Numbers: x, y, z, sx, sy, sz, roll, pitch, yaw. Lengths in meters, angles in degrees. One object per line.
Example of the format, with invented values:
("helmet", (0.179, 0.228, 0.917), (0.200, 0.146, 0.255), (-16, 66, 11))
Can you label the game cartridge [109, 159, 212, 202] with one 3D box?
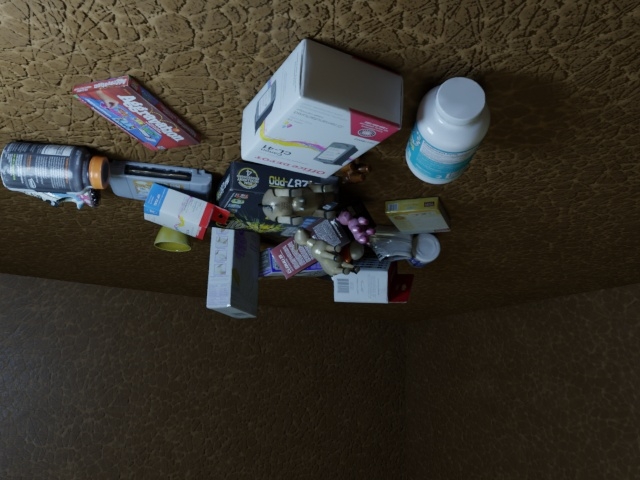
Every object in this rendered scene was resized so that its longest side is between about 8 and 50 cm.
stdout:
("game cartridge", (-0.473, -0.166, 1.669), (0.297, 0.062, 0.198), (5, 159, -10))

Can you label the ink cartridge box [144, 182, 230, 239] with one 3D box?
("ink cartridge box", (-0.393, -0.075, 1.652), (0.231, 0.078, 0.134), (20, 160, -10))

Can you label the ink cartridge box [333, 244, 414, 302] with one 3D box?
("ink cartridge box", (0.213, 0.122, 2.151), (0.272, 0.130, 0.309), (1, -163, 13))

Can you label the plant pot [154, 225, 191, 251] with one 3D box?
("plant pot", (-0.545, -0.021, 2.095), (0.134, 0.095, 0.134), (3, 164, 1))

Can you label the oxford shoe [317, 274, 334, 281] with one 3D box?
("oxford shoe", (0.080, 0.158, 2.673), (0.212, 0.076, 0.076), (0, 175, 11))

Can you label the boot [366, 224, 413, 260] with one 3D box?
("boot", (0.211, 0.013, 2.054), (0.258, 0.123, 0.095), (0, 164, 7))

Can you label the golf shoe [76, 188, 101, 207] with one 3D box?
("golf shoe", (-0.718, -0.164, 1.687), (0.086, 0.067, 0.186), (8, 152, 2))

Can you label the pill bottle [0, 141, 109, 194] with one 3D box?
("pill bottle", (-0.691, -0.187, 1.484), (0.246, 0.130, 0.130), (4, 164, -5))

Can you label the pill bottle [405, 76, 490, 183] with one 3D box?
("pill bottle", (0.265, -0.229, 1.174), (0.146, 0.146, 0.264), (2, 163, 1))

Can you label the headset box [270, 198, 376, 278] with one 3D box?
("headset box", (0.000, 0.000, 1.764), (0.293, 0.110, 0.218), (-31, 178, 29))

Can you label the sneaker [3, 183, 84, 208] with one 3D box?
("sneaker", (-0.841, -0.150, 1.716), (0.237, 0.086, 0.085), (10, 164, -19))

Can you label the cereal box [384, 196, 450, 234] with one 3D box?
("cereal box", (0.327, -0.078, 1.860), (0.173, 0.047, 0.240), (-4, 163, 21))

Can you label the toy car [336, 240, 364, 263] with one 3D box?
("toy car", (0.056, 0.017, 2.002), (0.159, 0.136, 0.182), (-5, 118, 29))

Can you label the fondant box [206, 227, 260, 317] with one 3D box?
("fondant box", (-0.315, 0.106, 2.081), (0.096, 0.330, 0.238), (-6, 162, 16))

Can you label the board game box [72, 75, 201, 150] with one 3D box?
("board game box", (-0.412, -0.284, 1.296), (0.145, 0.027, 0.281), (-5, 162, 20))

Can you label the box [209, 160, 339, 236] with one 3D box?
("box", (-0.161, -0.114, 1.724), (0.318, 0.097, 0.395), (5, 164, -21))

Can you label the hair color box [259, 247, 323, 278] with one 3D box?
("hair color box", (-0.097, 0.093, 2.299), (0.339, 0.110, 0.185), (0, 167, -32))

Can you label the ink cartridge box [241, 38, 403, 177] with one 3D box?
("ink cartridge box", (-0.007, -0.253, 1.162), (0.226, 0.131, 0.306), (10, 161, -25))

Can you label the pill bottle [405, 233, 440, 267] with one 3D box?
("pill bottle", (0.382, 0.045, 2.156), (0.112, 0.112, 0.186), (3, 166, -3))

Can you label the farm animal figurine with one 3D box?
("farm animal figurine", (-0.018, -0.080, 1.466), (0.327, 0.330, 0.172), (9, -179, -36))
